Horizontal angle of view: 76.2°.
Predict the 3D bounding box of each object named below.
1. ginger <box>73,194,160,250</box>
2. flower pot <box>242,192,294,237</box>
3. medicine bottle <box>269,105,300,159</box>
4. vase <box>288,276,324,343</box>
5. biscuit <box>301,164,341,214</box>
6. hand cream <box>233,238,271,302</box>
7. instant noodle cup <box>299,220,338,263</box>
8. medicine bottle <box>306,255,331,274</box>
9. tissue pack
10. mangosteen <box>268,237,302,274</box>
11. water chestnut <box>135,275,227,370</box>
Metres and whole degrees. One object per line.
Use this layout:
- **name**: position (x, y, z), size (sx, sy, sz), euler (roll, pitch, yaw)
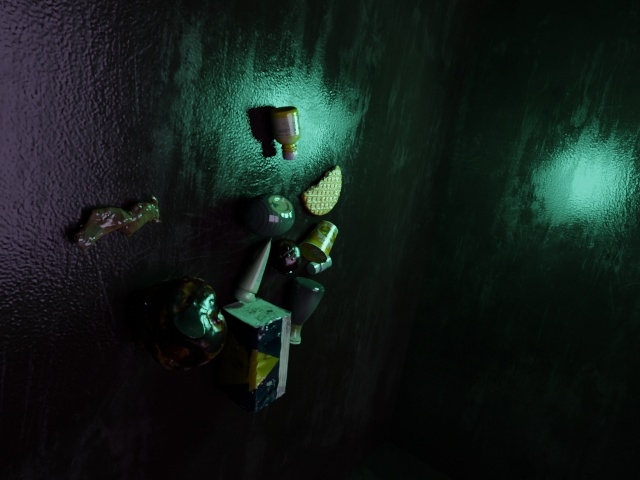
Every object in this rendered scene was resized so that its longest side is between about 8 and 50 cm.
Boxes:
- **ginger**: position (-0.640, -0.059, 1.294), size (0.290, 0.084, 0.122), euler (-32, 150, -47)
- **flower pot**: position (-0.214, -0.108, 1.727), size (0.157, 0.189, 0.243), euler (-41, 163, 31)
- **medicine bottle**: position (-0.143, -0.454, 1.743), size (0.122, 0.122, 0.212), euler (-36, 131, -40)
- **vase**: position (-0.109, 0.361, 2.100), size (0.173, 0.173, 0.320), euler (11, 102, -54)
- **biscuit**: position (0.025, -0.240, 2.124), size (0.309, 0.040, 0.204), euler (-44, 136, -33)
- **hand cream**: position (-0.283, 0.127, 1.805), size (0.093, 0.147, 0.305), euler (26, 83, -10)
- **instant noodle cup**: position (0.000, 0.000, 2.106), size (0.185, 0.169, 0.168), euler (-58, 142, -32)
- **medicine bottle**: position (-0.008, 0.130, 2.195), size (0.130, 0.080, 0.080), euler (-28, 125, -45)
- **tissue pack**: position (-0.292, 0.488, 1.805), size (0.253, 0.264, 0.415), euler (-10, 112, -50)
- **mangosteen**: position (-0.170, 0.071, 1.909), size (0.173, 0.184, 0.172), euler (0, 90, -9)
- **water chestnut**: position (-0.514, 0.302, 1.454), size (0.335, 0.347, 0.335), euler (45, 27, -31)
